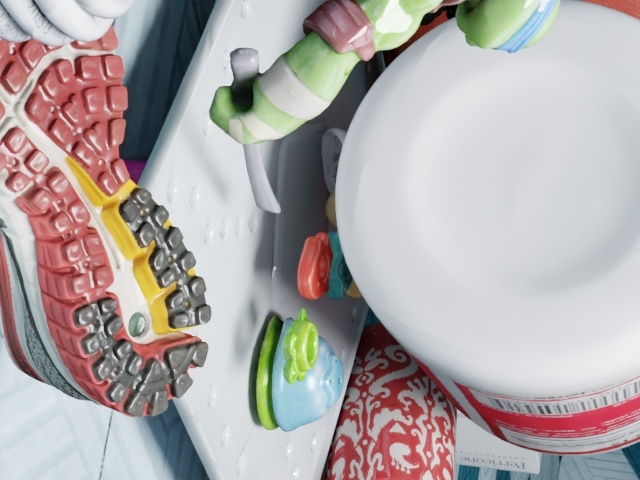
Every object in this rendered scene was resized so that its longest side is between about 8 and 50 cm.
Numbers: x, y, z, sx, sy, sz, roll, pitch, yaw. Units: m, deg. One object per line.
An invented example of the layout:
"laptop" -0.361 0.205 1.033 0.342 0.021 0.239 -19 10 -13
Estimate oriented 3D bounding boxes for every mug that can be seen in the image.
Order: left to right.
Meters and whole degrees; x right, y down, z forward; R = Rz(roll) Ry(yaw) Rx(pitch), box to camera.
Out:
"mug" 0.051 0.172 1.056 0.169 0.113 0.150 -85 -174 -56

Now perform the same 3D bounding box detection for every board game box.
"board game box" -0.032 -0.023 0.904 0.390 0.050 0.390 76 26 -50

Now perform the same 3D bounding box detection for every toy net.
"toy net" 0.000 0.000 0.861 0.122 0.045 0.232 65 32 -56

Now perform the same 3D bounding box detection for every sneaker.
"sneaker" -0.127 -0.030 0.547 0.088 0.092 0.225 -35 116 -44

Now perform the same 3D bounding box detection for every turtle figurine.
"turtle figurine" -0.036 -0.152 0.657 0.266 0.274 0.198 37 81 -26

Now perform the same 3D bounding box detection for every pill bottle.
"pill bottle" 0.161 0.021 0.930 0.408 0.229 0.229 50 47 -69

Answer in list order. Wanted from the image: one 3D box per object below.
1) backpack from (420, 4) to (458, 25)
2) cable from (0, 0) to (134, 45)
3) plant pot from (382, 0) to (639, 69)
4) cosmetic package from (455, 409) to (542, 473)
"backpack" 0.095 -0.249 0.899 0.182 0.115 0.152 -44 146 -16
"cable" -0.107 -0.183 0.390 0.257 0.089 0.257 -124 -151 -86
"plant pot" 0.159 -0.206 1.078 0.236 0.267 0.267 51 27 -52
"cosmetic package" 0.159 0.126 1.418 0.184 0.151 0.151 72 28 -50
